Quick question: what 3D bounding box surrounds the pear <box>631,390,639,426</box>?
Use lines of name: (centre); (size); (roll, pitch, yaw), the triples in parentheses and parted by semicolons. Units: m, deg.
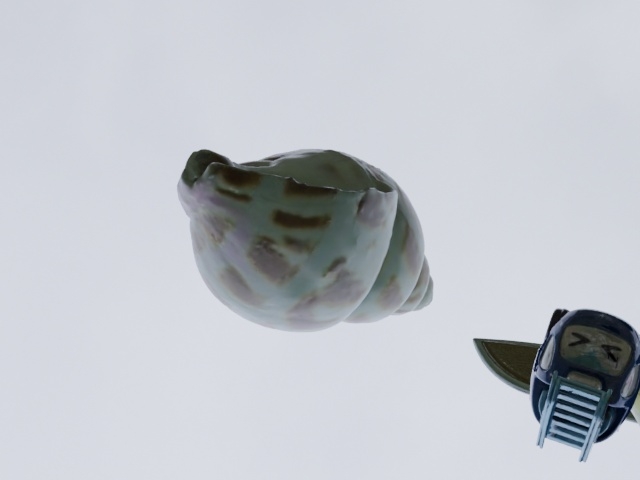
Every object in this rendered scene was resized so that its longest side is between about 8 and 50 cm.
pear: (0.222, 0.087, 0.737); (0.097, 0.092, 0.092); (17, -128, 44)

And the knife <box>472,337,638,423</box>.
knife: (0.303, 0.145, 1.174); (0.343, 0.027, 0.061); (14, -125, 8)

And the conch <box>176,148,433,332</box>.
conch: (-0.001, 0.000, 1.378); (0.368, 0.197, 0.249); (-4, -176, -38)

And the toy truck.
toy truck: (0.134, 0.077, 0.660); (0.056, 0.073, 0.090); (18, -162, 13)
